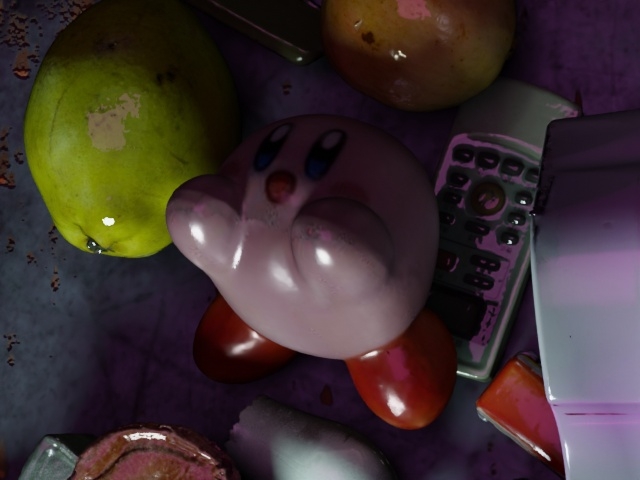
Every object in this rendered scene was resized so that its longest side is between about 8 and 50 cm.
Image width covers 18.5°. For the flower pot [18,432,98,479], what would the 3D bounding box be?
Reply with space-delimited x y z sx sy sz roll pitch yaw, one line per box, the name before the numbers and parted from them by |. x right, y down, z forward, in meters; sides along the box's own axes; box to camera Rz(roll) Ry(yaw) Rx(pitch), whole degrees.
flower pot | -0.173 0.266 1.862 0.229 0.108 0.103 21 89 17

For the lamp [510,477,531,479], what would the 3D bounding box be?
lamp | 0.170 0.400 1.669 0.272 0.205 0.374 39 50 4

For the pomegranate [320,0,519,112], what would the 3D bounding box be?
pomegranate | 0.091 -0.205 1.824 0.191 0.191 0.191 -2 81 14

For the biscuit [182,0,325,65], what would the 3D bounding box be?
biscuit | -0.117 -0.260 1.940 0.322 0.099 0.038 32 127 15

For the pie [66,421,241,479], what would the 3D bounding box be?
pie | -0.152 0.252 1.778 0.182 0.049 0.182 -1 82 9

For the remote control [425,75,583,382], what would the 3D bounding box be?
remote control | 0.152 -0.015 1.856 0.123 0.038 0.285 20 87 17

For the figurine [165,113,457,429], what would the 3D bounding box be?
figurine | 0.004 0.001 1.795 0.269 0.261 0.211 10 51 28

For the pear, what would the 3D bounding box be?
pear | -0.178 -0.112 1.865 0.212 0.212 0.269 5 70 15

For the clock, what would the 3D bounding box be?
clock | 0.260 0.058 1.667 0.102 0.338 0.339 -4 81 17

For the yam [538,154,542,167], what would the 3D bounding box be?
yam | 0.267 -0.056 1.826 0.129 0.033 0.027 23 49 -7

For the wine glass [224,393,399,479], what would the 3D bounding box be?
wine glass | 0.023 0.224 1.824 0.222 0.103 0.103 26 89 18

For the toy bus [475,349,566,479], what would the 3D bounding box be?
toy bus | 0.224 0.177 1.790 0.174 0.077 0.079 39 93 16
